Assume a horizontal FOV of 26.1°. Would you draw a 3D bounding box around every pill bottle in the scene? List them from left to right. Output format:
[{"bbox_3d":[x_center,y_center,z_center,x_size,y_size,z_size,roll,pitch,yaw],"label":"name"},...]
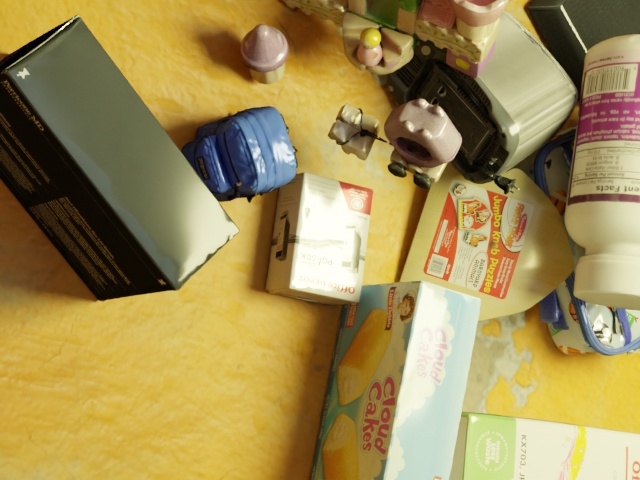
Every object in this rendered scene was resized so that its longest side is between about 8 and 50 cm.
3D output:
[{"bbox_3d":[0.376,-0.074,1.619,0.169,0.169,0.301,14,80,-30],"label":"pill bottle"}]

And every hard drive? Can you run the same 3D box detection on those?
[{"bbox_3d":[0.402,-0.310,1.842,0.255,0.054,0.172,-39,106,-28],"label":"hard drive"}]

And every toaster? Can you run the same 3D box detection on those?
[{"bbox_3d":[0.201,-0.172,1.640,0.146,0.129,0.227,-31,72,-33],"label":"toaster"}]

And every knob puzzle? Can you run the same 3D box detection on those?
[{"bbox_3d":[0.210,0.006,1.669,0.213,0.030,0.213,0,85,-2],"label":"knob puzzle"}]

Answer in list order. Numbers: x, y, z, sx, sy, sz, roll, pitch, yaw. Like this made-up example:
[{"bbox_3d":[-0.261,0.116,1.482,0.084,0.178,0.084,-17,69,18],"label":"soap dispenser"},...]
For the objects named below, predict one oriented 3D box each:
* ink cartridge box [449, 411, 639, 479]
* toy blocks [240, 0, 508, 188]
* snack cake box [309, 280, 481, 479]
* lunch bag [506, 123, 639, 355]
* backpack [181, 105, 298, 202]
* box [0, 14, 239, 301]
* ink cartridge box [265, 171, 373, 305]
[{"bbox_3d":[0.280,0.323,1.676,0.354,0.119,0.207,10,80,-30],"label":"ink cartridge box"},{"bbox_3d":[0.066,-0.279,1.459,0.289,0.260,0.309,24,72,11],"label":"toy blocks"},{"bbox_3d":[0.080,0.184,1.548,0.089,0.152,0.264,18,76,-28],"label":"snack cake box"},{"bbox_3d":[0.366,-0.003,1.763,0.243,0.115,0.303,-22,96,-28],"label":"lunch bag"},{"bbox_3d":[-0.085,-0.088,1.490,0.101,0.120,0.098,-26,100,-30],"label":"backpack"},{"bbox_3d":[-0.228,-0.073,1.366,0.103,0.184,0.261,-44,108,-26],"label":"box"},{"bbox_3d":[0.000,0.000,1.571,0.099,0.056,0.135,12,79,-31],"label":"ink cartridge box"}]
